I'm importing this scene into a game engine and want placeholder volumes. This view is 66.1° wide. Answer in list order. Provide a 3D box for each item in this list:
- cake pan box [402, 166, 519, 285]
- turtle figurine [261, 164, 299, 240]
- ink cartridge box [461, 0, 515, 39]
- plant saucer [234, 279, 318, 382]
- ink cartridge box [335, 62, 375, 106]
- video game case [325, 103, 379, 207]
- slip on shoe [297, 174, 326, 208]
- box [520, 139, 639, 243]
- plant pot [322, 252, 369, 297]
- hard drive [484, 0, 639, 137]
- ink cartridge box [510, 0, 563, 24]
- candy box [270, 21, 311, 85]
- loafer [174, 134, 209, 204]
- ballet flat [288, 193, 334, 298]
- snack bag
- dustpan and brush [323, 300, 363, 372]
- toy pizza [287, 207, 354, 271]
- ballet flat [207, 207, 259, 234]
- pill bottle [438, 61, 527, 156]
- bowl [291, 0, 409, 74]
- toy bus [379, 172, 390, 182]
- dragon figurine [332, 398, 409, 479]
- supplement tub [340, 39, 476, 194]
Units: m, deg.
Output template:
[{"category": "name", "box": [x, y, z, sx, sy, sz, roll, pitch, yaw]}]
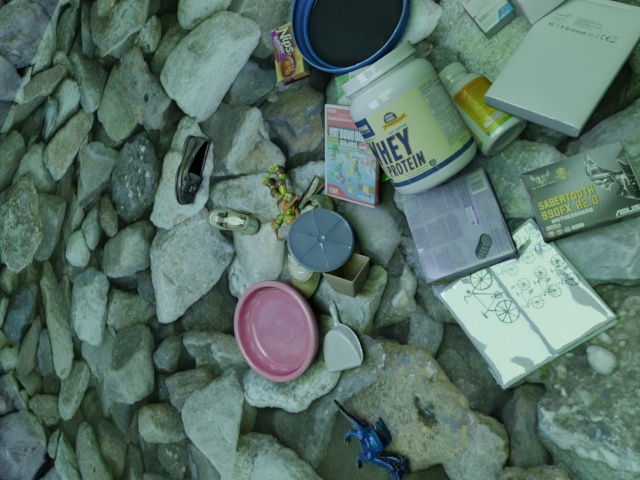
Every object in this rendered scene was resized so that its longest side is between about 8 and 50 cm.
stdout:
[{"category": "cake pan box", "box": [0.370, -0.039, 1.332, 0.245, 0.070, 0.267, -25, 66, 25]}, {"category": "turtle figurine", "box": [-0.118, -0.137, 1.613, 0.269, 0.087, 0.217, 120, 135, -58]}, {"category": "ink cartridge box", "box": [0.456, -0.629, 1.337, 0.088, 0.052, 0.122, -37, 72, 23]}, {"category": "plant saucer", "box": [-0.137, 0.291, 1.613, 0.332, 0.084, 0.332, 3, 96, 32]}, {"category": "ink cartridge box", "box": [0.163, -0.440, 1.478, 0.212, 0.093, 0.154, -10, 82, 28]}, {"category": "video game case", "box": [0.093, -0.255, 1.471, 0.204, 0.025, 0.285, 20, 120, 40]}, {"category": "slip on shoe", "box": [-0.030, -0.152, 1.609, 0.135, 0.041, 0.051, -56, 19, 26]}, {"category": "box", "box": [0.633, -0.114, 1.192, 0.231, 0.056, 0.183, -19, 76, 23]}, {"category": "plant pot", "box": [0.083, 0.108, 1.488, 0.109, 0.109, 0.096, 15, 139, 30]}, {"category": "hard drive", "box": [0.591, -0.433, 1.178, 0.233, 0.047, 0.353, 31, 80, 27]}, {"category": "ink cartridge box", "box": [0.537, -0.672, 1.228, 0.158, 0.092, 0.218, -34, 47, 25]}, {"category": "candy box", "box": [-0.100, -0.634, 1.663, 0.109, 0.053, 0.187, -11, 84, 29]}, {"category": "loafer", "box": [-0.482, -0.263, 1.851, 0.084, 0.096, 0.268, 9, 91, 24]}, {"category": "ballet flat", "box": [-0.046, 0.019, 1.568, 0.123, 0.123, 0.349, 18, 97, 30]}, {"category": "snack bag", "box": [0.512, 0.167, 1.281, 0.342, 0.037, 0.323, -41, 69, 23]}, {"category": "dustpan and brush", "box": [0.055, 0.293, 1.539, 0.147, 0.060, 0.211, -27, 81, 40]}, {"category": "toy pizza", "box": [0.000, 0.000, 1.480, 0.201, 0.032, 0.201, 1, 72, -2]}, {"category": "ballet flat", "box": [-0.333, -0.074, 1.759, 0.248, 0.086, 0.086, 9, 93, 31]}, {"category": "pill bottle", "box": [0.412, -0.354, 1.302, 0.136, 0.136, 0.246, -44, 68, 22]}, {"category": "bowl", "box": [0.093, -0.710, 1.529, 0.391, 0.077, 0.391, -1, 87, 27]}, {"category": "toy bus", "box": [0.219, -0.272, 1.431, 0.202, 0.104, 0.191, -1, 87, 31]}, {"category": "dragon figurine", "box": [0.152, 0.580, 1.446, 0.144, 0.085, 0.289, -32, 73, 25]}, {"category": "supplement tub", "box": [0.220, -0.305, 1.246, 0.235, 0.235, 0.325, -28, 104, 26]}]
